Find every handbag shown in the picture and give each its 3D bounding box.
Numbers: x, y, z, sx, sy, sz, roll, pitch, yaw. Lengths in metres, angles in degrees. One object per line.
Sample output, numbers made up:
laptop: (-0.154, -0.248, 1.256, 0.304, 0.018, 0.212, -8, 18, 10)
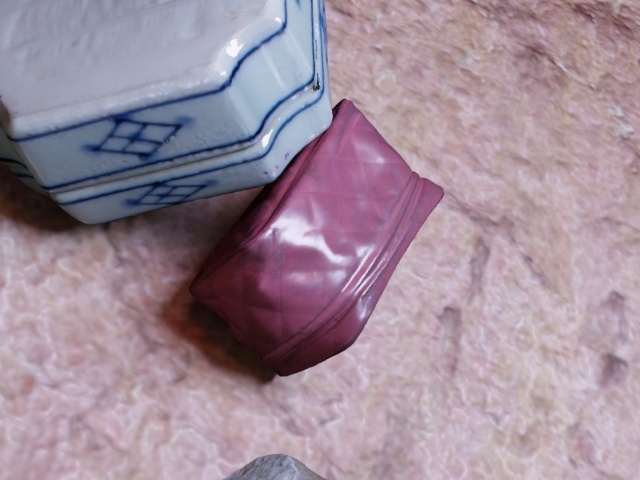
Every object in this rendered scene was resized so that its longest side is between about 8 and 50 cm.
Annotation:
handbag: (0.000, 0.000, 1.043, 0.135, 0.146, 0.225, 42, 48, -12)

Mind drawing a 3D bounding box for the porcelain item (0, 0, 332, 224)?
porcelain item: (-0.136, -0.166, 1.036, 0.286, 0.157, 0.281, -14, 50, 12)

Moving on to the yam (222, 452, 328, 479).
yam: (0.042, 0.282, 0.876, 0.330, 0.133, 0.133, 38, 48, 2)
